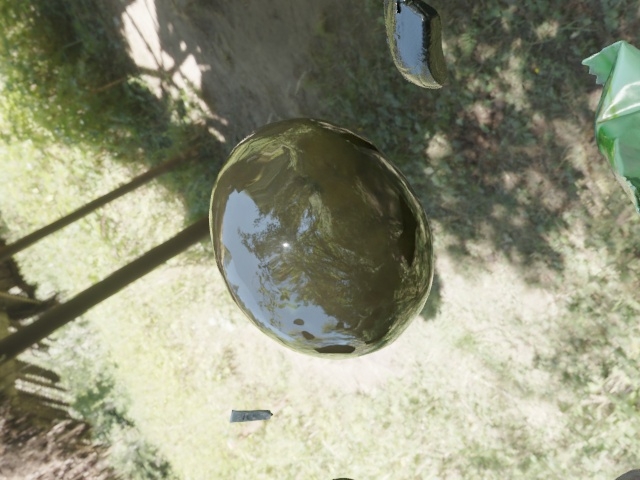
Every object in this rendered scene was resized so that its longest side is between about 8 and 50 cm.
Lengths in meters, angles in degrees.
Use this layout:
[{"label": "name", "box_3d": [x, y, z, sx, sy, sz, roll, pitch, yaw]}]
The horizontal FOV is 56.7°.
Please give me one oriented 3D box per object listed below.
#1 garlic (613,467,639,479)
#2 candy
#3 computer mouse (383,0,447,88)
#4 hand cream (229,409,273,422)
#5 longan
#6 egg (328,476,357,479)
[{"label": "garlic", "box_3d": [0.356, 0.366, 0.625, 0.160, 0.245, 0.245, 5, 124, 56]}, {"label": "candy", "box_3d": [0.527, -0.114, 0.931, 0.263, 0.398, 0.172, 35, 144, -23]}, {"label": "computer mouse", "box_3d": [0.174, -0.361, 1.111, 0.122, 0.073, 0.217, 45, 169, 37]}, {"label": "hand cream", "box_3d": [-0.137, 0.351, 1.190, 0.019, 0.093, 0.030, 38, 116, 52]}, {"label": "longan", "box_3d": [0.000, 0.000, 0.954, 0.405, 0.336, 0.404, 54, -171, -12]}, {"label": "egg", "box_3d": [0.021, 0.638, 1.222, 0.238, 0.290, 0.238, 17, 161, 6]}]
